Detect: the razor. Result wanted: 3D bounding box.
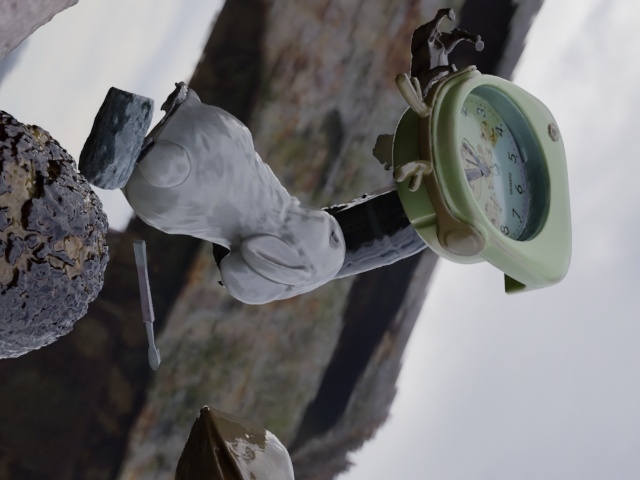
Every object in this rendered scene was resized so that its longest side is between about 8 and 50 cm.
[{"bbox_3d":[0.001,0.001,2.156,0.204,0.349,0.113,-74,150,-79],"label":"razor"}]

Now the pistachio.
[{"bbox_3d":[-0.110,0.311,1.746,0.163,0.212,0.260,-29,174,-11],"label":"pistachio"}]

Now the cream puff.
[{"bbox_3d":[-0.292,-0.017,1.229,0.165,0.239,0.239,-38,-157,9],"label":"cream puff"}]

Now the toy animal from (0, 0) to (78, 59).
[{"bbox_3d":[-0.370,-0.226,1.157,0.359,0.188,0.226,3,-135,28],"label":"toy animal"}]

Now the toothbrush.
[{"bbox_3d":[-0.230,0.088,1.804,0.017,0.014,0.194,-62,152,-58],"label":"toothbrush"}]

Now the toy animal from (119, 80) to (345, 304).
[{"bbox_3d":[-0.117,-0.044,1.900,0.194,0.357,0.258,-43,-164,24],"label":"toy animal"}]

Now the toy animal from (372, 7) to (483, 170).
[{"bbox_3d":[0.157,-0.213,1.966,0.186,0.094,0.214,-23,-122,47],"label":"toy animal"}]

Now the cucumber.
[{"bbox_3d":[-0.222,-0.114,1.477,0.064,0.064,0.112,-111,-139,-67],"label":"cucumber"}]

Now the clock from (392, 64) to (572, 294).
[{"bbox_3d":[0.172,-0.080,1.548,0.096,0.308,0.235,-15,-116,38],"label":"clock"}]
